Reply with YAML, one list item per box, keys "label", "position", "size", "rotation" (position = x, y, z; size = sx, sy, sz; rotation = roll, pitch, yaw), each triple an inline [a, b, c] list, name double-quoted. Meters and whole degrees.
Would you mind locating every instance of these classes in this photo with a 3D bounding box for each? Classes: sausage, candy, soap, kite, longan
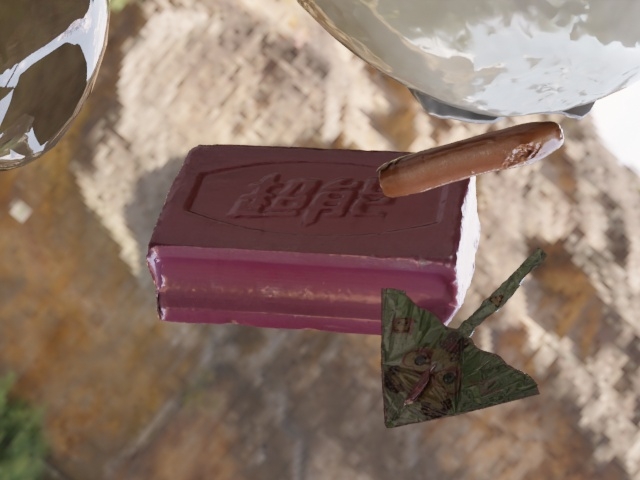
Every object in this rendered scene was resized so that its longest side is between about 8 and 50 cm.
- label: "sausage"
  position: [0.138, -0.076, 1.523]
  size: [0.186, 0.043, 0.043]
  rotation: [-15, -156, 25]
- label: "candy"
  position: [0.138, -0.273, 1.126]
  size: [0.427, 0.386, 0.186]
  rotation: [-45, -177, -29]
- label: "soap"
  position: [0.000, 0.000, 1.908]
  size: [0.233, 0.360, 0.128]
  rotation: [-74, 164, -52]
- label: "kite"
  position: [0.147, 0.098, 1.695]
  size: [0.250, 0.229, 0.012]
  rotation: [-47, 144, -8]
- label: "longan"
  position: [-0.394, -0.243, 1.676]
  size: [0.336, 0.404, 0.404]
  rotation: [-24, -168, 9]
